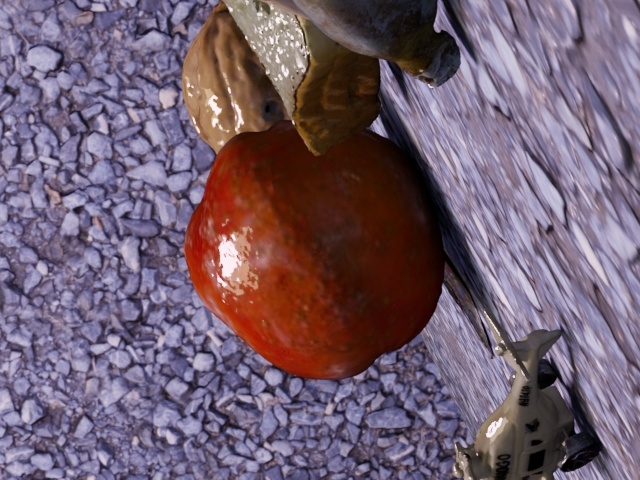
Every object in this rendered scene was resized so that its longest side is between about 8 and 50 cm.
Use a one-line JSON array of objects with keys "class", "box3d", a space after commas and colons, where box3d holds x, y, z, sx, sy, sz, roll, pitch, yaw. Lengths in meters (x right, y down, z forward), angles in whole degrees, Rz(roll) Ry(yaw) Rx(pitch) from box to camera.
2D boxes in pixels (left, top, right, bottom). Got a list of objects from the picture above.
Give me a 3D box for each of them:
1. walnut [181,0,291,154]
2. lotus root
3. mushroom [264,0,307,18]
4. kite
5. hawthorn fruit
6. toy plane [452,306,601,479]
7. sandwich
[{"class": "walnut", "box3d": [-0.067, -0.178, 1.782, 0.198, 0.198, 0.245, -119, 5, -66]}, {"class": "lotus root", "box3d": [0.021, -0.149, 0.812, 0.165, 0.088, 0.088, 51, -173, -40]}, {"class": "mushroom", "box3d": [-0.040, -0.236, 0.921, 0.173, 0.162, 0.236, 15, -166, -23]}, {"class": "kite", "box3d": [0.125, 0.010, 1.714, 0.285, 0.015, 0.152, 62, 179, 40]}, {"class": "hawthorn fruit", "box3d": [0.000, 0.000, 1.489, 0.284, 0.284, 0.284, 63, 179, 1]}, {"class": "toy plane", "box3d": [0.154, 0.133, 1.139, 0.286, 0.108, 0.092, 89, 158, -59]}, {"class": "sandwich", "box3d": [-0.039, -0.216, 1.196, 0.251, 0.087, 0.226, 60, 167, 15]}]
